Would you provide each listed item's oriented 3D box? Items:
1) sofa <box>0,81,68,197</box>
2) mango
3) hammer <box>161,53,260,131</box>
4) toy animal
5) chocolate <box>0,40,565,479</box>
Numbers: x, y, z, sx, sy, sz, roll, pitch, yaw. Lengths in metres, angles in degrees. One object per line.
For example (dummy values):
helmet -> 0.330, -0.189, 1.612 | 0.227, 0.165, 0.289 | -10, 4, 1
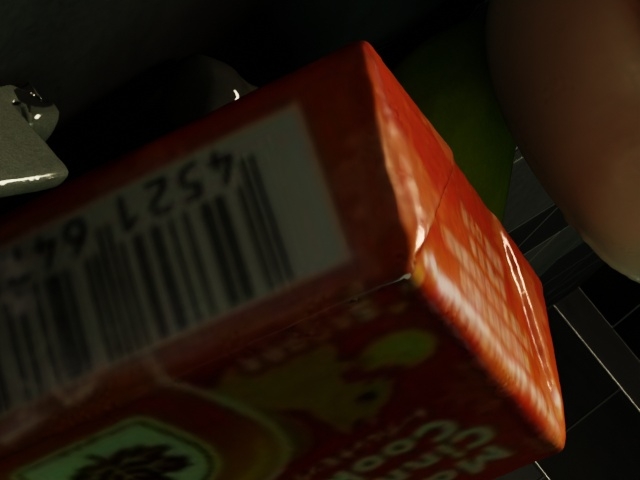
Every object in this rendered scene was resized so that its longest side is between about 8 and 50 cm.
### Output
sofa -> -0.151, 0.012, 0.479 | 0.147, 0.060, 0.085 | -44, 167, 25
mango -> 0.047, -0.009, 0.758 | 0.137, 0.091, 0.237 | -9, 112, -58
hammer -> -0.116, 0.071, 0.709 | 0.168, 0.044, 0.440 | 17, 134, -38
toy animal -> 0.198, -0.108, 0.666 | 0.195, 0.213, 0.256 | -53, -175, -41
chocolate -> -0.025, 0.055, 0.594 | 0.237, 0.108, 0.235 | -26, 145, 12
